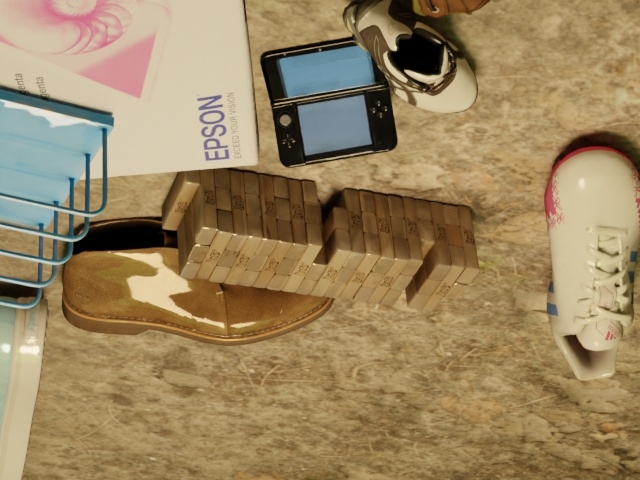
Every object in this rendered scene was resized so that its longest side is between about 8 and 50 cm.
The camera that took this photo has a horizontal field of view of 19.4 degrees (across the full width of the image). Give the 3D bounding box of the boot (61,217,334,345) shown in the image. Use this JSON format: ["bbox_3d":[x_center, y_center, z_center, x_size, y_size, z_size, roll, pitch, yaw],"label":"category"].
[{"bbox_3d":[-0.133,0.040,2.067,0.305,0.112,0.115,0,133,-6],"label":"boot"}]

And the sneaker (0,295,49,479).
[{"bbox_3d":[-0.410,0.184,2.208,0.150,0.135,0.366,9,133,-9],"label":"sneaker"}]

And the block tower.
[{"bbox_3d":[0.000,0.000,2.036,0.335,0.097,0.091,9,140,-19],"label":"block tower"}]

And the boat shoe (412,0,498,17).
[{"bbox_3d":[0.075,-0.289,1.634,0.104,0.110,0.307,-21,142,17],"label":"boat shoe"}]

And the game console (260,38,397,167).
[{"bbox_3d":[0.009,-0.137,1.871,0.122,0.107,0.071,-9,172,4],"label":"game console"}]

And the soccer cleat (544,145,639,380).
[{"bbox_3d":[0.313,0.033,2.089,0.116,0.143,0.331,-8,144,1],"label":"soccer cleat"}]

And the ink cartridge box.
[{"bbox_3d":[-0.223,-0.163,1.541,0.330,0.071,0.324,-7,147,-1],"label":"ink cartridge box"}]

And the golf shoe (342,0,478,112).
[{"bbox_3d":[0.099,-0.165,1.813,0.077,0.094,0.198,-48,135,8],"label":"golf shoe"}]

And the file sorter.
[{"bbox_3d":[-0.261,-0.031,1.583,0.118,0.104,0.170,13,144,-23],"label":"file sorter"}]
